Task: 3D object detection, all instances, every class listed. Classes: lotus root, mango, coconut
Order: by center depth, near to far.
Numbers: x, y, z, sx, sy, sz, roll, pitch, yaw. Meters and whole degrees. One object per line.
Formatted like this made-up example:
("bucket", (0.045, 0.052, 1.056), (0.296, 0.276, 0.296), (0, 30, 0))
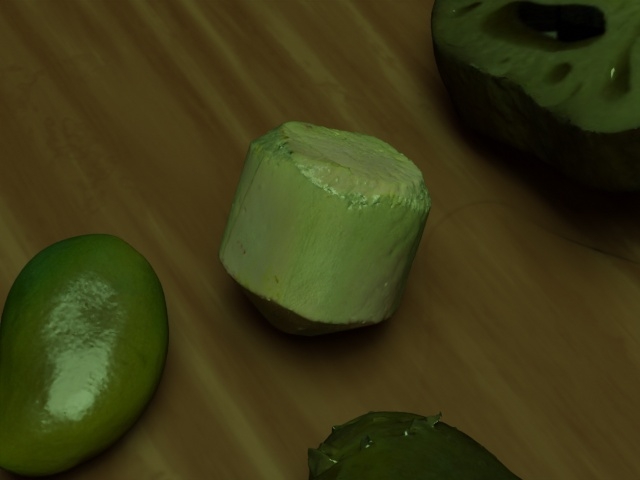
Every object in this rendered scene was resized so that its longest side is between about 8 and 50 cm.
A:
("mango", (-0.172, 0.081, 0.884), (0.122, 0.085, 0.191), (5, 60, -8))
("coconut", (0.000, 0.000, 0.903), (0.147, 0.152, 0.147), (15, 22, -6))
("lotus root", (0.274, -0.182, 0.991), (0.390, 0.111, 0.375), (-2, 40, 28))

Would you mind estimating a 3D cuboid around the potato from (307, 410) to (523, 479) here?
("potato", (0.074, 0.214, 0.722), (0.192, 0.141, 0.296), (4, 36, -26))
